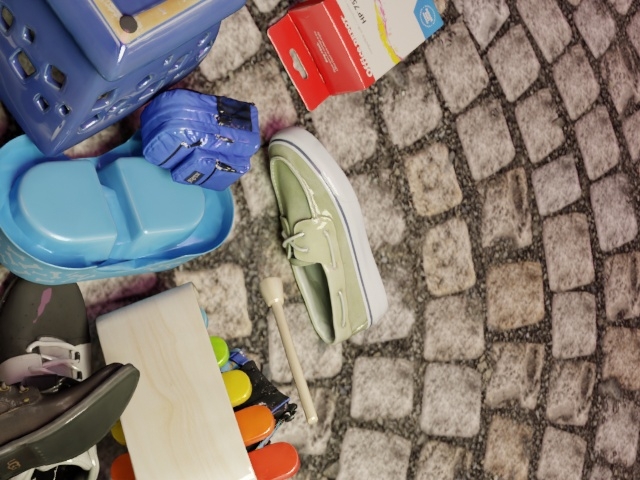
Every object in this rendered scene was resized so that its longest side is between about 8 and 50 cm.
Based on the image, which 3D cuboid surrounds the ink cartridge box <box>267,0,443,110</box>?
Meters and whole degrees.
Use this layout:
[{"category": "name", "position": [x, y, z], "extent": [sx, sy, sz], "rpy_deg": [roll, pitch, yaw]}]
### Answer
[{"category": "ink cartridge box", "position": [0.049, -0.289, 1.566], "extent": [0.231, 0.078, 0.134], "rpy_deg": [-43, 115, -32]}]

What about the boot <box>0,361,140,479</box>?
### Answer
[{"category": "boot", "position": [-0.339, 0.135, 1.144], "extent": [0.263, 0.091, 0.229], "rpy_deg": [-33, 65, -24]}]

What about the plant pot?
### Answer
[{"category": "plant pot", "position": [-0.232, -0.263, 1.207], "extent": [0.236, 0.212, 0.236], "rpy_deg": [-38, 96, -35]}]

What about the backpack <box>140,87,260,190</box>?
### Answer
[{"category": "backpack", "position": [-0.138, -0.115, 1.297], "extent": [0.120, 0.098, 0.101], "rpy_deg": [14, 55, -33]}]

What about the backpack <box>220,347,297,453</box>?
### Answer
[{"category": "backpack", "position": [-0.133, 0.230, 1.345], "extent": [0.117, 0.158, 0.173], "rpy_deg": [45, 57, 10]}]

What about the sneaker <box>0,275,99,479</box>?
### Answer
[{"category": "sneaker", "position": [-0.282, 0.189, 1.235], "extent": [0.122, 0.146, 0.330], "rpy_deg": [8, 82, -38]}]

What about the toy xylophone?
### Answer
[{"category": "toy xylophone", "position": [-0.125, 0.168, 1.245], "extent": [0.081, 0.236, 0.322], "rpy_deg": [73, 3, -55]}]

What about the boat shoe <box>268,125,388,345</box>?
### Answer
[{"category": "boat shoe", "position": [0.000, 0.000, 1.500], "extent": [0.094, 0.109, 0.302], "rpy_deg": [-38, 115, -32]}]

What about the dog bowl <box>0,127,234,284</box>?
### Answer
[{"category": "dog bowl", "position": [-0.239, -0.034, 1.289], "extent": [0.297, 0.074, 0.166], "rpy_deg": [-7, 68, -41]}]
